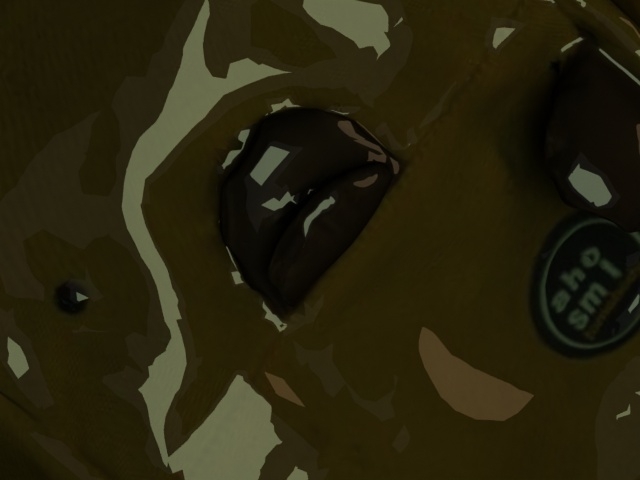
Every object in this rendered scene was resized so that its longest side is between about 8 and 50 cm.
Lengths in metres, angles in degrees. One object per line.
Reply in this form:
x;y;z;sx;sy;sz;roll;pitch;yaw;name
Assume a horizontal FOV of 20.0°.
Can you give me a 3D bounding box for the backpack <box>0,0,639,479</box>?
-0.003;0.001;0.685;0.378;0.201;0.353;35;86;-19;backpack
